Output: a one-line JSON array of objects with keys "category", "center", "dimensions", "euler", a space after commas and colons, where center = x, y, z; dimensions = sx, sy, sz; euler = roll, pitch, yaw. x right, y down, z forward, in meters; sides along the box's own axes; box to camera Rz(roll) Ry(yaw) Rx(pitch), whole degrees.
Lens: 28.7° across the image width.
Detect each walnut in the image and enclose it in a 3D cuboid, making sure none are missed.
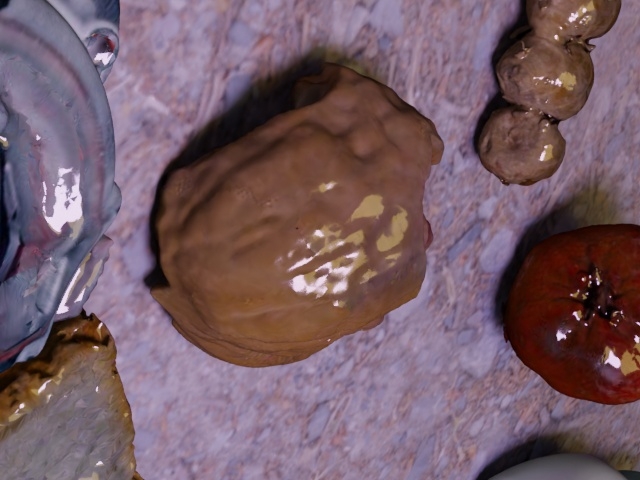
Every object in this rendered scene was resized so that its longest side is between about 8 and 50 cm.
[{"category": "walnut", "center": [-0.006, -0.005, 0.896], "dimensions": [0.204, 0.141, 0.238], "euler": [11, 102, -46]}]

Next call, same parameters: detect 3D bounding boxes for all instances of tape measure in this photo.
[{"category": "tape measure", "center": [-0.226, -0.040, 0.621], "dimensions": [0.256, 0.147, 0.275], "euler": [-4, 115, -46]}]

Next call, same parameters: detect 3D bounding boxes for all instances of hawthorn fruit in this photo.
[{"category": "hawthorn fruit", "center": [0.279, 0.071, 1.242], "dimensions": [0.185, 0.185, 0.202], "euler": [-62, 162, 2]}]

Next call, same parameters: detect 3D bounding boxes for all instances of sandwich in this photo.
[{"category": "sandwich", "center": [-0.222, 0.211, 0.798], "dimensions": [0.262, 0.131, 0.325], "euler": [-39, 138, -27]}]

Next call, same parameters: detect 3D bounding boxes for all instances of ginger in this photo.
[{"category": "ginger", "center": [0.197, -0.142, 1.080], "dimensions": [0.104, 0.080, 0.204], "euler": [9, 104, -56]}]

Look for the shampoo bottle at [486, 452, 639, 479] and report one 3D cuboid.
[{"category": "shampoo bottle", "center": [0.304, 0.348, 1.455], "dimensions": [0.349, 0.151, 0.222], "euler": [5, 103, -49]}]
